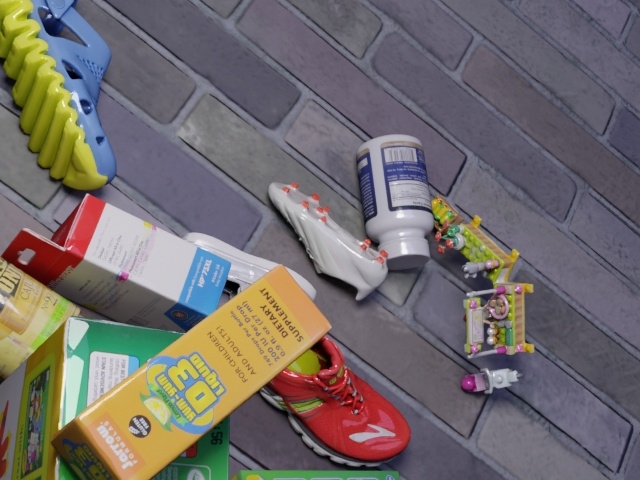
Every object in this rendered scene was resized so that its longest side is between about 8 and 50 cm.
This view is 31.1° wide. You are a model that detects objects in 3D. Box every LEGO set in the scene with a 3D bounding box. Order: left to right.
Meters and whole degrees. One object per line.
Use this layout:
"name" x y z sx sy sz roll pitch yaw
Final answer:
"LEGO set" 0.196 0.063 1.541 0.107 0.132 0.286 -6 75 -38

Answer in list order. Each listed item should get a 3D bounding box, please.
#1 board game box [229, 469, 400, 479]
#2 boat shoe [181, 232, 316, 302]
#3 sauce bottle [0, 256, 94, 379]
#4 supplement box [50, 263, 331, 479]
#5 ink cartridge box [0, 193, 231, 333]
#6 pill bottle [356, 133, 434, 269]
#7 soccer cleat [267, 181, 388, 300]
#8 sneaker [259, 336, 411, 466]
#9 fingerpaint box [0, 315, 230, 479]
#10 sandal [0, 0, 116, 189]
"board game box" 0.022 0.409 1.266 0.214 0.046 0.317 7 54 -30
"boat shoe" -0.095 0.052 1.426 0.184 0.066 0.063 27 62 -18
"sauce bottle" -0.402 0.045 1.228 0.344 0.111 0.111 34 58 -14
"supplement box" -0.101 0.117 0.941 0.233 0.080 0.078 -38 89 -33
"ink cartridge box" -0.236 0.028 1.313 0.231 0.134 0.078 27 60 -18
"pill bottle" 0.103 -0.050 1.561 0.094 0.094 0.169 4 69 -28
"soccer cleat" 0.000 0.000 1.504 0.196 0.076 0.068 39 21 6
"sneaker" 0.003 0.178 1.397 0.279 0.118 0.107 37 58 -12
"fingerpaint box" -0.223 0.339 1.052 0.163 0.371 0.444 11 65 -26
"sandal" -0.307 -0.212 1.383 0.138 0.126 0.317 -17 81 -37
